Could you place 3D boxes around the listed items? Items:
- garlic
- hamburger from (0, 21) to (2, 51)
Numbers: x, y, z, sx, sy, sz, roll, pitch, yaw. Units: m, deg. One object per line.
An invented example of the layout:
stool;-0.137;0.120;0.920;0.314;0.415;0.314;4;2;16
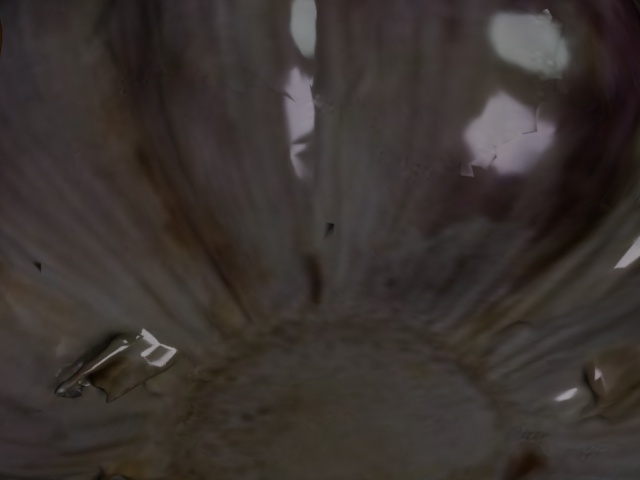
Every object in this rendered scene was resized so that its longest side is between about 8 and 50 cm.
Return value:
garlic;0.000;0.000;0.539;0.245;0.160;0.245;-2;131;-3
hamburger;-0.207;-0.008;0.345;0.225;0.291;0.291;36;89;4
